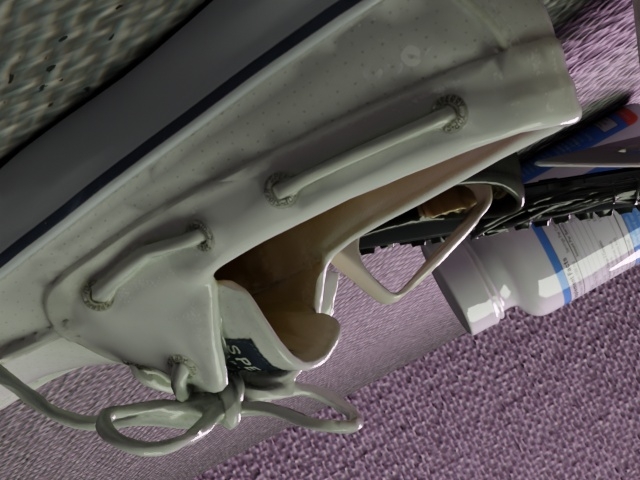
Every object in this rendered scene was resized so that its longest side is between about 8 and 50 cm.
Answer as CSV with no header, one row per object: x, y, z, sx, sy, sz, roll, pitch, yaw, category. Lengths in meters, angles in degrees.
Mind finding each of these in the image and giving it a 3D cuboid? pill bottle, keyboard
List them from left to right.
0.201,-0.013,1.421,0.221,0.124,0.124,-28,171,-2,pill bottle
0.155,-0.024,1.069,0.317,0.033,0.201,-10,-178,3,keyboard

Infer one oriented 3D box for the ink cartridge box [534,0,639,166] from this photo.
0.314,-0.115,0.964,0.353,0.119,0.207,-2,-173,32,ink cartridge box

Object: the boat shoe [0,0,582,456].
-0.042,0.019,0.686,0.367,0.156,0.136,-35,170,28,boat shoe

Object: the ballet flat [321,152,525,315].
0.000,0.000,0.919,0.280,0.096,0.095,-26,172,-21,ballet flat
